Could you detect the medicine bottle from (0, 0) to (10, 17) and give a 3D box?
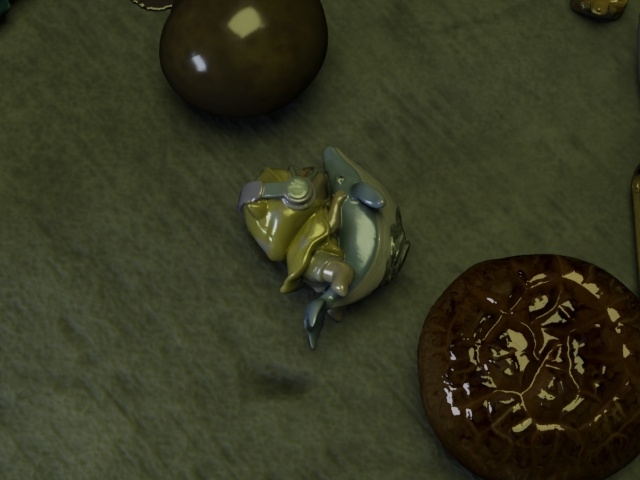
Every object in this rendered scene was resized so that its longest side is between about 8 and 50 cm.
[{"bbox_3d":[-0.438,-0.258,1.748,0.258,0.079,0.124,-36,101,-18],"label":"medicine bottle"}]

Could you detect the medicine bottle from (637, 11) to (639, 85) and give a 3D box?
[{"bbox_3d":[0.527,-0.206,1.708,0.339,0.208,0.208,-4,67,-4],"label":"medicine bottle"}]

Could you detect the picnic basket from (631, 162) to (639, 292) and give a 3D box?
[{"bbox_3d":[0.421,-0.045,1.608,0.139,0.267,0.165,5,63,-8],"label":"picnic basket"}]

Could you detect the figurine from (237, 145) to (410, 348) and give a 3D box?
[{"bbox_3d":[0.000,0.000,1.642,0.183,0.128,0.208,10,71,4],"label":"figurine"}]

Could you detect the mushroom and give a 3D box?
[{"bbox_3d":[0.219,0.130,1.586,0.253,0.153,0.253,0,76,0],"label":"mushroom"}]

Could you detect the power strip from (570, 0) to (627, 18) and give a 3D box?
[{"bbox_3d":[0.343,-0.385,1.868,0.064,0.044,0.305,11,68,3],"label":"power strip"}]

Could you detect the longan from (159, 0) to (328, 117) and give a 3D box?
[{"bbox_3d":[-0.090,-0.225,1.716,0.185,0.159,0.204,-33,59,-6],"label":"longan"}]

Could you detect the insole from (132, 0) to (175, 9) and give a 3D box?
[{"bbox_3d":[-0.107,-0.383,1.864,0.111,0.007,0.328,37,70,11],"label":"insole"}]
